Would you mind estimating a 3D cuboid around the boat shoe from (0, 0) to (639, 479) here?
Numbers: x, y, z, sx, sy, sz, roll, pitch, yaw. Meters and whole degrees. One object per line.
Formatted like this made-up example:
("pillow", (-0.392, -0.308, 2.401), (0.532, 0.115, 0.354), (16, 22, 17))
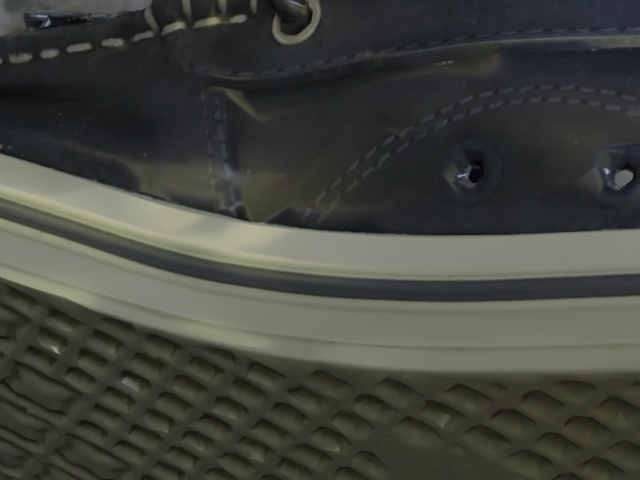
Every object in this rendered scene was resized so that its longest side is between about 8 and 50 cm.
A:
("boat shoe", (0.000, 0.000, 0.525), (0.156, 0.500, 0.187), (-68, 148, -34))
